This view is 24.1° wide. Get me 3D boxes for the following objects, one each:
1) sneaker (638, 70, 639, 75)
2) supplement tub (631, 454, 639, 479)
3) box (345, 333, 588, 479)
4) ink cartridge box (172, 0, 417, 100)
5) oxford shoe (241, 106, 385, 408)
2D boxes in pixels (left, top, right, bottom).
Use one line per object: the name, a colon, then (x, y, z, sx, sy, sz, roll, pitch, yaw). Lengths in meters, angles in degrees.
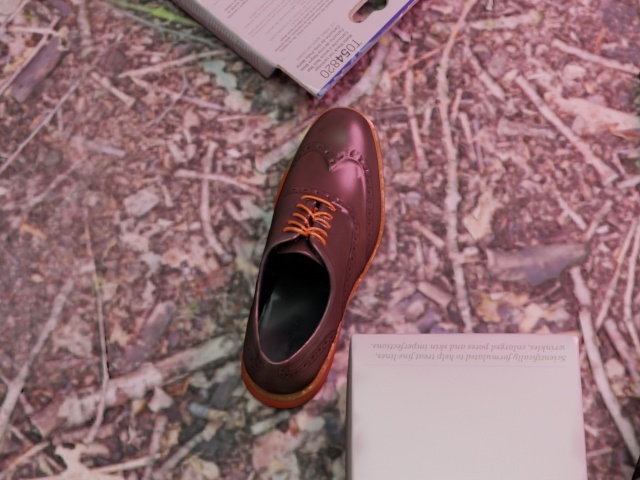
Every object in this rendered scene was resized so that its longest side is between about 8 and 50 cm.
sneaker: (0.325, -0.083, 1.301, 0.089, 0.051, 0.170, 4, 63, 2)
supplement tub: (0.360, 0.122, 1.140, 0.194, 0.193, 0.316, 20, 70, 8)
box: (0.110, 0.174, 1.159, 0.181, 0.119, 0.181, 1, 68, 0)
ink cartridge box: (-0.012, -0.258, 1.372, 0.224, 0.045, 0.223, 41, 74, 14)
oxford shoe: (0.000, 0.000, 1.239, 0.097, 0.098, 0.271, 10, 68, 4)
